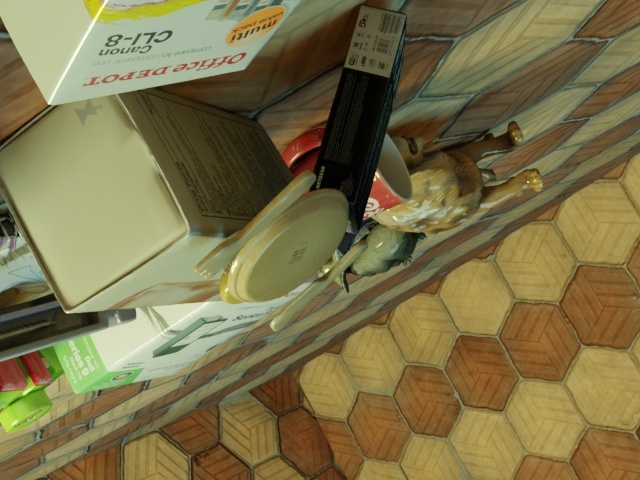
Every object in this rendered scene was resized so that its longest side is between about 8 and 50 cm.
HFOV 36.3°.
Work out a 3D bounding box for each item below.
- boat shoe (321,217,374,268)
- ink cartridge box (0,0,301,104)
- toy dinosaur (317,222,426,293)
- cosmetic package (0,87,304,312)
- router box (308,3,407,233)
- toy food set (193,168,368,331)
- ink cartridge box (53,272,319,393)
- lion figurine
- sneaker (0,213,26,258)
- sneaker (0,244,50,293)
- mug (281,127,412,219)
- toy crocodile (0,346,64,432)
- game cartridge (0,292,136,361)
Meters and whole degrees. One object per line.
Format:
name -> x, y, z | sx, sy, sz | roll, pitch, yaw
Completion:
boat shoe -> 0.000, 0.000, 1.456 | 0.285, 0.092, 0.103 | -20, 166, -36
ink cartridge box -> -0.069, -0.167, 0.444 | 0.128, 0.127, 0.176 | -19, 167, -41
toy dinosaur -> 0.115, 0.006, 1.706 | 0.314, 0.121, 0.160 | -32, -178, 40
cosmetic package -> -0.125, -0.032, 0.860 | 0.129, 0.153, 0.296 | -33, 167, 16
router box -> 0.036, -0.105, 0.897 | 0.046, 0.178, 0.133 | 15, 170, 6
toy food set -> -0.033, 0.003, 0.799 | 0.132, 0.038, 0.192 | -42, 156, -2
ink cartridge box -> -0.178, 0.073, 1.266 | 0.289, 0.121, 0.211 | -33, 164, 27
lion figurine -> 0.177, -0.079, 1.429 | 0.240, 0.142, 0.392 | -21, 173, 2
sneaker -> -0.280, -0.013, 0.873 | 0.069, 0.038, 0.098 | -29, 179, -5
sneaker -> -0.309, 0.023, 0.945 | 0.061, 0.053, 0.152 | -50, 164, 27
mug -> 0.001, -0.074, 1.177 | 0.169, 0.150, 0.113 | -29, -154, 23
toy crocodile -> -0.414, 0.175, 1.194 | 0.105, 0.115, 0.340 | -38, 169, 18
game cartridge -> -0.392, 0.115, 0.981 | 0.230, 0.068, 0.355 | -12, -177, 42
